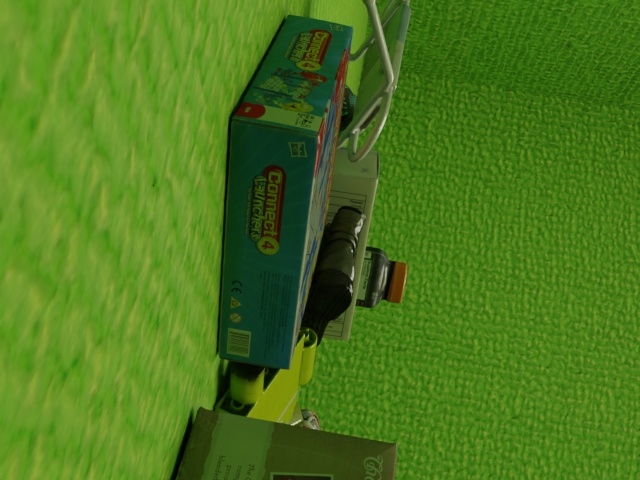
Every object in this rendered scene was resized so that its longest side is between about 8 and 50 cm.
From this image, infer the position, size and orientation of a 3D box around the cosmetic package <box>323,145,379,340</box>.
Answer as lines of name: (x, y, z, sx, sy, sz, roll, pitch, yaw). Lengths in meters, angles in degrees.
cosmetic package: (0.000, 0.000, 1.281, 0.129, 0.153, 0.296, -79, 179, -63)

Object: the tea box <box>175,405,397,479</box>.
tea box: (-0.060, 0.405, 0.805, 0.323, 0.220, 0.329, 98, 3, -47)

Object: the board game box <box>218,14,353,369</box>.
board game box: (-0.038, -0.064, 0.927, 0.302, 0.086, 0.308, -76, 175, -54)

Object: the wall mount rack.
wall mount rack: (0.062, -0.298, 1.112, 0.304, 0.130, 0.350, -49, -156, 52)

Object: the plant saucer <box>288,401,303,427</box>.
plant saucer: (-0.084, 0.361, 1.267, 0.188, 0.045, 0.188, -5, 106, -65)

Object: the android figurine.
android figurine: (-0.079, 0.228, 1.046, 0.248, 0.056, 0.273, -51, 155, -47)

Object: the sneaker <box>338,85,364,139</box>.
sneaker: (0.031, -0.212, 1.276, 0.076, 0.065, 0.166, 58, 15, -24)

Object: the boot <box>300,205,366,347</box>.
boot: (-0.010, 0.067, 1.162, 0.246, 0.083, 0.161, -46, -160, 42)

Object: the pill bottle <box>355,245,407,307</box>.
pill bottle: (0.057, 0.070, 1.657, 0.130, 0.246, 0.130, 10, 90, -87)

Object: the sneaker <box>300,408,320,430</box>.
sneaker: (-0.029, 0.427, 1.549, 0.092, 0.088, 0.225, -78, 177, -55)
